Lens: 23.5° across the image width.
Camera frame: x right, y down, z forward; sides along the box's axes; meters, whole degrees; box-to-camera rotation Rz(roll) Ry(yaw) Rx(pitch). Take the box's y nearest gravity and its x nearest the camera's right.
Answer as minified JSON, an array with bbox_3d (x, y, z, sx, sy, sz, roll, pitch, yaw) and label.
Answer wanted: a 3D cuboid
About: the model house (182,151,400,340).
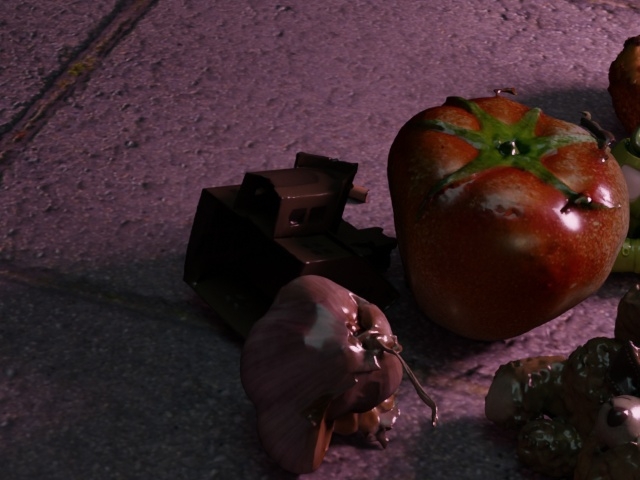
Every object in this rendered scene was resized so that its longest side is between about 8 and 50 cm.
[{"bbox_3d":[0.000,0.000,1.842,0.243,0.204,0.211,-8,35,-44],"label":"model house"}]

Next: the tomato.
[{"bbox_3d":[0.208,-0.024,1.836,0.303,0.239,0.303,5,39,-4],"label":"tomato"}]

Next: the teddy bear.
[{"bbox_3d":[0.320,0.200,1.625,0.267,0.156,0.256,-31,32,19],"label":"teddy bear"}]

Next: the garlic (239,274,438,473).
[{"bbox_3d":[0.045,0.154,1.633,0.257,0.207,0.207,16,37,31],"label":"garlic"}]

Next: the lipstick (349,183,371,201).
[{"bbox_3d":[0.022,-0.074,2.066,0.094,0.019,0.019,20,40,20],"label":"lipstick"}]

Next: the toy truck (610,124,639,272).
[{"bbox_3d":[0.430,-0.025,1.955,0.187,0.148,0.210,20,63,19],"label":"toy truck"}]

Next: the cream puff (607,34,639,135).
[{"bbox_3d":[0.523,-0.207,2.180,0.240,0.164,0.240,-4,49,4],"label":"cream puff"}]
